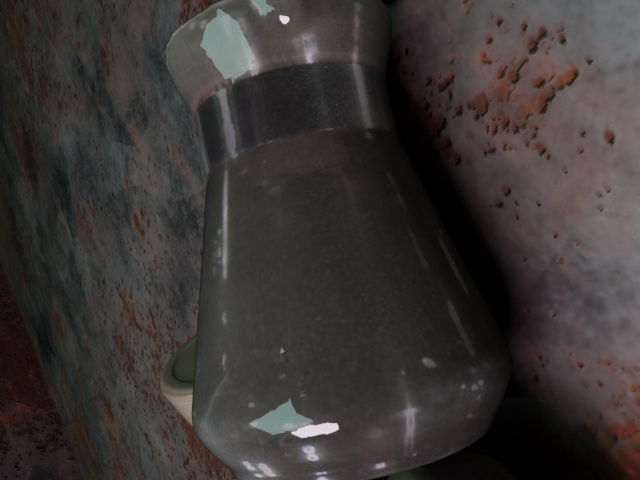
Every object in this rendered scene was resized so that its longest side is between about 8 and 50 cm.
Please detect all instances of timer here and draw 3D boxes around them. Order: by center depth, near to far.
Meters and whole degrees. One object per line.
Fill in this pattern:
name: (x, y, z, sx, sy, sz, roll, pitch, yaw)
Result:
timer: (-0.067, 0.242, 0.738, 0.175, 0.175, 0.266, 1, 121, 52)

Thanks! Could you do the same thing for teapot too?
teapot: (0.000, 0.000, 0.498, 0.300, 0.253, 0.344, 123, 136, -81)

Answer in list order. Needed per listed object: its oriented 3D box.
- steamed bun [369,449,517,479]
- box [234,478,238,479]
steamed bun: (0.062, 0.274, 0.394, 0.352, 0.339, 0.247, 27, 122, 43)
box: (0.001, 0.415, 0.641, 0.330, 0.095, 0.210, 42, 134, 12)
